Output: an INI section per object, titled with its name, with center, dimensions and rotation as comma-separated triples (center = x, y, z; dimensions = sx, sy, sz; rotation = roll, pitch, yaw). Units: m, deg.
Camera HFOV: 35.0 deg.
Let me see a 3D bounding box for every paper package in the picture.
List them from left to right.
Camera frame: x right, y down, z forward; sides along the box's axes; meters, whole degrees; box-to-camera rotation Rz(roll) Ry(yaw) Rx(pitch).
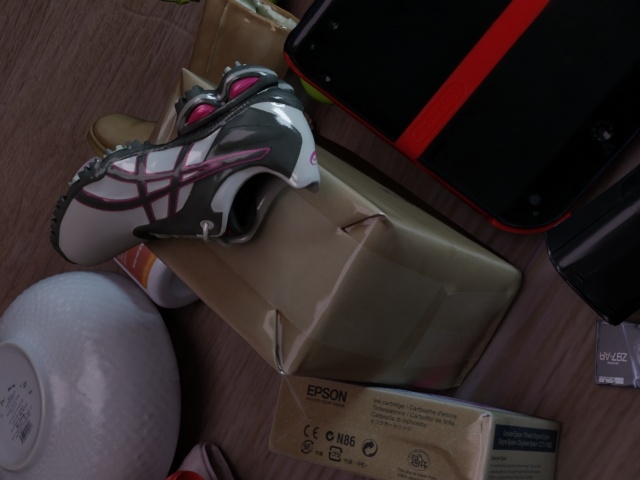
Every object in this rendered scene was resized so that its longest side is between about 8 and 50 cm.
[paper package]
center = 0.000, 0.000, 1.043
dimensions = 0.309, 0.325, 0.168
rotation = 38, 102, 32

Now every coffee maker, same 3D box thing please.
[coffee maker]
center = 0.304, -0.015, 0.943
dimensions = 0.178, 0.171, 0.120
rotation = -43, 79, 22

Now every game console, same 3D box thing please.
[game console]
center = 0.205, -0.227, 0.989
dimensions = 0.342, 0.060, 0.386
rotation = 37, 105, -9

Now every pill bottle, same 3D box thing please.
[pill bottle]
center = -0.227, -0.020, 1.309
dimensions = 0.216, 0.121, 0.121
rotation = 41, 104, 30

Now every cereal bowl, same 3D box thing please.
[cereal bowl]
center = -0.336, 0.203, 1.295
dimensions = 0.339, 0.141, 0.338
rotation = -4, 85, 43

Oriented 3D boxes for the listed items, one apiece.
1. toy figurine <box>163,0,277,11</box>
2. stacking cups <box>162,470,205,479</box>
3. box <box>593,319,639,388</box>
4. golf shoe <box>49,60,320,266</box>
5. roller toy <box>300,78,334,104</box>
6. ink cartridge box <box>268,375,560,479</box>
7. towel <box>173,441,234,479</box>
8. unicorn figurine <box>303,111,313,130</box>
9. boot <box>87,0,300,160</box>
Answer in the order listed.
[toy figurine]
center = 0.004, -0.356, 1.186
dimensions = 0.217, 0.191, 0.362
rotation = 41, 106, 25
[stacking cups]
center = -0.248, 0.372, 1.202
dimensions = 0.316, 0.096, 0.096
rotation = -35, 65, 31
[box]
center = 0.315, 0.113, 1.005
dimensions = 0.083, 0.018, 0.067
rotation = 1, 82, 32
[golf shoe]
center = -0.124, -0.036, 0.875
dimensions = 0.273, 0.105, 0.120
rotation = -34, 72, 23
[roller toy]
center = 0.089, -0.226, 1.086
dimensions = 0.191, 0.146, 0.209
rotation = 19, 101, -3
[ink cartridge box]
center = 0.098, 0.198, 1.025
dimensions = 0.235, 0.193, 0.088
rotation = 6, 83, 32
[towel]
center = -0.183, 0.453, 1.181
dimensions = 0.332, 0.053, 0.317
rotation = -53, 35, 13
[unicorn figurine]
center = -0.078, -0.140, 1.279
dimensions = 0.162, 0.060, 0.111
rotation = 7, 84, 17
[boot]
center = -0.155, -0.187, 1.234
dimensions = 0.236, 0.089, 0.269
rotation = 31, 119, 15
